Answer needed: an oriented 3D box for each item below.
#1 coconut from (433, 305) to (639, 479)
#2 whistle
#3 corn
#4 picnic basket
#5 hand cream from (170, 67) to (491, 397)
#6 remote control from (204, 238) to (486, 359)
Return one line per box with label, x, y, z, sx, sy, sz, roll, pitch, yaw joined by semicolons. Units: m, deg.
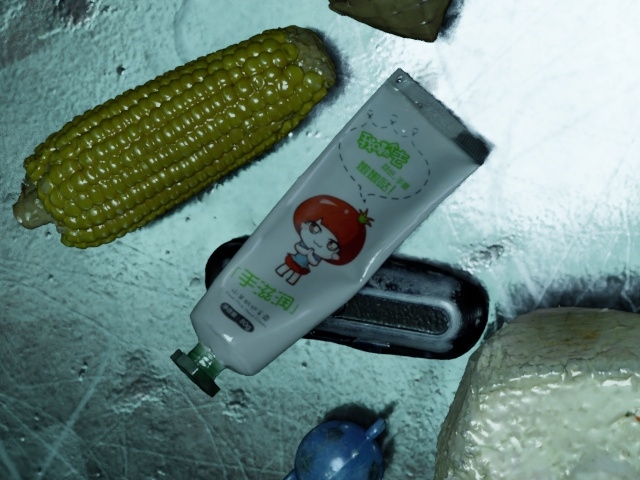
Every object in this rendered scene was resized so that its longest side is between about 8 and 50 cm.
coconut;0.234;0.198;1.448;0.297;0.254;0.297;1;100;8
whistle;0.005;0.219;1.579;0.090;0.090;0.158;44;101;3
corn;-0.135;-0.095;1.555;0.322;0.119;0.119;-31;90;7
picnic basket;0.040;-0.262;1.496;0.178;0.128;0.138;22;98;-3
hand cream;0.000;0.000;1.526;0.121;0.076;0.336;42;81;14
remote control;0.018;0.053;1.566;0.266;0.066;0.090;9;90;8
